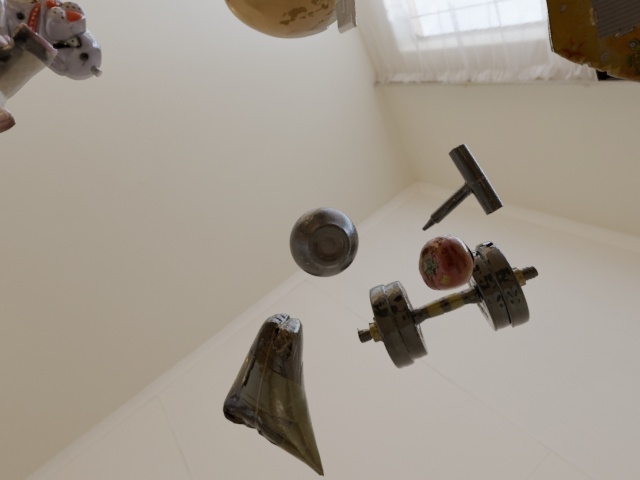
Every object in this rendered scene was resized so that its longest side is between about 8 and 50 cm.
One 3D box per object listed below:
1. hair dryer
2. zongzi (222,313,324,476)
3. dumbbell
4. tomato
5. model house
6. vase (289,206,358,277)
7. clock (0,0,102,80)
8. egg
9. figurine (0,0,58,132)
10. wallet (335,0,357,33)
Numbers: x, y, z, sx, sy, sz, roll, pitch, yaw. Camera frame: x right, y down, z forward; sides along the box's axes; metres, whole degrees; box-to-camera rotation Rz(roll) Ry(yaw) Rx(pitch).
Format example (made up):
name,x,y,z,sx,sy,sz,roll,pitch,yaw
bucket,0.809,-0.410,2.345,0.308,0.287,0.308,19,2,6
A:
name,x,y,z,sx,sy,sz,roll,pitch,yaw
hair dryer,0.305,-0.107,1.072,0.194,0.173,0.050,-33,170,32
zongzi,-0.057,0.371,1.100,0.317,0.289,0.154,32,-161,17
dumbbell,0.261,0.136,0.942,0.388,0.185,0.185,-22,-149,10
tomato,0.193,0.034,0.680,0.075,0.087,0.087,-8,-155,-21
model house,0.360,-0.246,0.468,0.207,0.220,0.135,-15,169,37
vase,0.000,0.000,0.810,0.120,0.120,0.183,-29,-172,-5
clock,-0.573,-0.442,0.943,0.189,0.254,0.189,-53,-176,6
egg,-0.051,-0.453,0.768,0.244,0.201,0.201,-17,-149,-1
figurine,-0.553,-0.307,0.624,0.253,0.211,0.361,-13,171,-10
wallet,0.037,-0.325,0.646,0.011,0.044,0.083,-12,-160,-7
